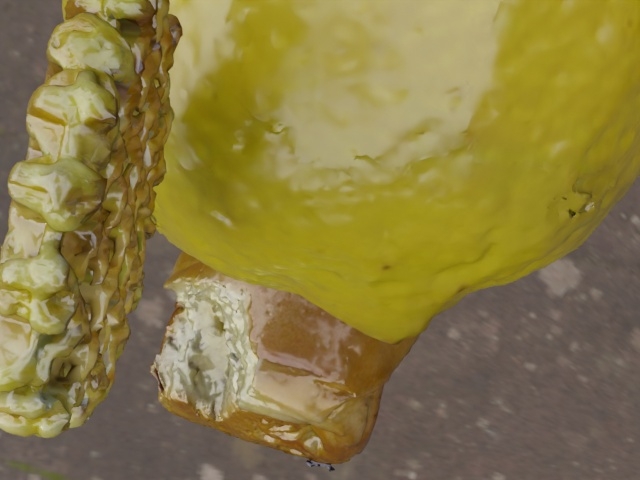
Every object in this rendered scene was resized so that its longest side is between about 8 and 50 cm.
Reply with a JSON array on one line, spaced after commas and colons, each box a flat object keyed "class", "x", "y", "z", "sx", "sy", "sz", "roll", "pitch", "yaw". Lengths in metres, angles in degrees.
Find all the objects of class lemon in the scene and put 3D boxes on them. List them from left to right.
[{"class": "lemon", "x": 0.028, "y": -0.131, "z": 0.801, "sx": 0.336, "sy": 0.336, "sz": 0.336, "roll": -5, "pitch": 77, "yaw": 21}]

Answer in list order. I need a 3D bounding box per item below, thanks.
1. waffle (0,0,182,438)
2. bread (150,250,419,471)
[{"class": "waffle", "x": -0.087, "y": -0.013, "z": 0.620, "sx": 0.038, "sy": 0.191, "sz": 0.191, "roll": 11, "pitch": 82, "yaw": 1}, {"class": "bread", "x": 0.003, "y": -0.002, "z": 1.287, "sx": 0.195, "sy": 0.149, "sz": 0.344, "roll": 15, "pitch": 57, "yaw": 9}]
